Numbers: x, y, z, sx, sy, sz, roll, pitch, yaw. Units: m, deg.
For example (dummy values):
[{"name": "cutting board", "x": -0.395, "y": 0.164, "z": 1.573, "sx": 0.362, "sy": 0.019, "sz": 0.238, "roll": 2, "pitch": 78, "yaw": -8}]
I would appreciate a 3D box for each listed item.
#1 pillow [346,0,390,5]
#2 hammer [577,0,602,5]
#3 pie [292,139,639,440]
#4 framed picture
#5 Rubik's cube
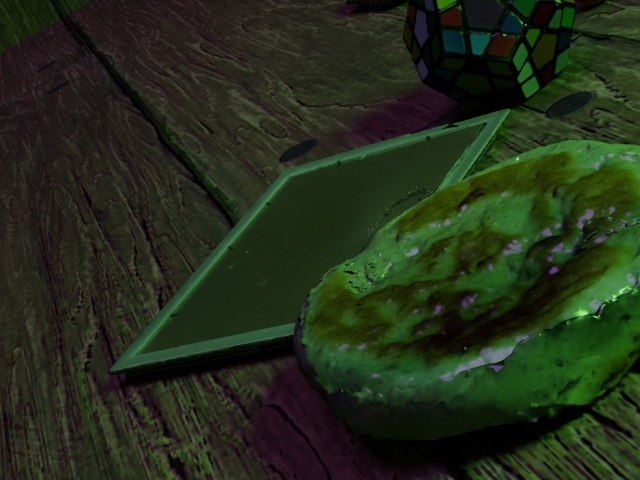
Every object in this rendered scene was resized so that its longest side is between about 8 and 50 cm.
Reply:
[{"name": "pillow", "x": 0.137, "y": -0.336, "z": 1.545, "sx": 0.248, "sy": 0.049, "sz": 0.135, "roll": -42, "pitch": 23, "yaw": -23}, {"name": "hammer", "x": 0.241, "y": -0.229, "z": 1.151, "sx": 0.083, "sy": 0.043, "sz": 0.043, "roll": -39, "pitch": 22, "yaw": -22}, {"name": "pie", "x": 0.092, "y": 0.021, "z": 0.717, "sx": 0.240, "sy": 0.054, "sz": 0.240, "roll": -24, "pitch": 22, "yaw": 10}, {"name": "framed picture", "x": 0.000, "y": 0.000, "z": 0.955, "sx": 0.216, "sy": 0.016, "sz": 0.273, "roll": -14, "pitch": 25, "yaw": 37}, {"name": "Rubik's cube", "x": 0.127, "y": -0.163, "z": 1.038, "sx": 0.112, "sy": 0.133, "sz": 0.133, "roll": -48, "pitch": 8, "yaw": 31}]
